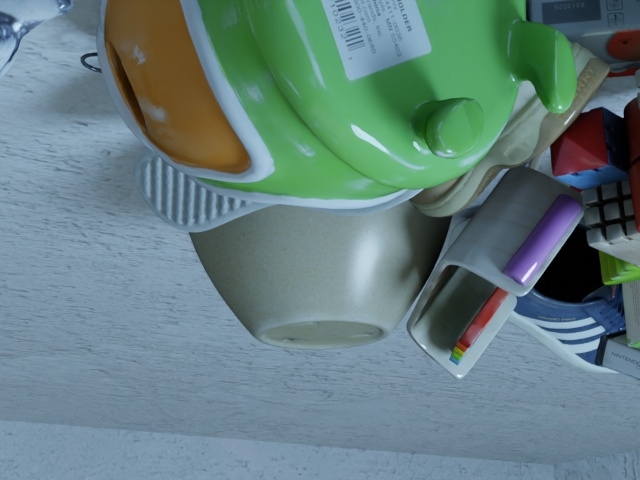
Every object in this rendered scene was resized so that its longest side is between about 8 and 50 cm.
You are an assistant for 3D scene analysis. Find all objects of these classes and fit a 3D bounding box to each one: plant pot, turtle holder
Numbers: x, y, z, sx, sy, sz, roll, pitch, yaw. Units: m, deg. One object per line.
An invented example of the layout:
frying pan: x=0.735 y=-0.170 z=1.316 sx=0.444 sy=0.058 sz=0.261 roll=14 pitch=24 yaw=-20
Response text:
plant pot: x=0.000 y=0.000 z=1.436 sx=0.284 sy=0.191 sz=0.284 roll=-2 pitch=163 yaw=-1
turtle holder: x=0.004 y=-0.156 z=0.899 sx=0.227 sy=0.320 sz=0.243 roll=-16 pitch=127 yaw=38

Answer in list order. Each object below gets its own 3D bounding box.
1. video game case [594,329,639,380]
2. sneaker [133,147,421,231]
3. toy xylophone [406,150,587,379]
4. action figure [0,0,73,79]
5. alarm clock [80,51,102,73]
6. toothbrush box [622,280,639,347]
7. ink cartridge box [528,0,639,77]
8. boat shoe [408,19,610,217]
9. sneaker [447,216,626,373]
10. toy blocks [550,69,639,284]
video game case: x=0.456 y=0.133 z=1.507 sx=0.248 sy=0.035 sz=0.275 roll=21 pitch=-162 yaw=38
sneaker: x=-0.011 y=-0.093 z=1.195 sx=0.321 sy=0.126 sz=0.127 roll=-6 pitch=-151 yaw=44
toy xylophone: x=0.178 y=0.011 z=1.433 sx=0.081 sy=0.236 sz=0.323 roll=36 pitch=169 yaw=7
action figure: x=-0.124 y=-0.187 z=0.532 sx=0.341 sy=0.330 sz=0.178 roll=6 pitch=162 yaw=-25
alarm clock: x=-0.114 y=-0.153 z=1.137 sx=0.192 sy=0.064 sz=0.129 roll=-12 pitch=161 yaw=40
toothbrush box: x=0.443 y=0.002 z=1.462 sx=0.283 sy=0.206 sz=0.122 roll=6 pitch=162 yaw=-22
ink cartridge box: x=0.244 y=-0.152 z=1.207 sx=0.145 sy=0.045 sz=0.179 roll=-4 pitch=161 yaw=9
boat shoe: x=0.118 y=-0.110 z=1.190 sx=0.110 sy=0.122 sz=0.341 roll=39 pitch=163 yaw=-4
sneaker: x=0.315 y=0.060 z=1.714 sx=0.350 sy=0.131 sz=0.148 roll=22 pitch=153 yaw=-33
toy blocks: x=0.333 y=-0.067 z=1.131 sx=0.381 sy=0.191 sz=0.261 roll=-14 pitch=162 yaw=34
